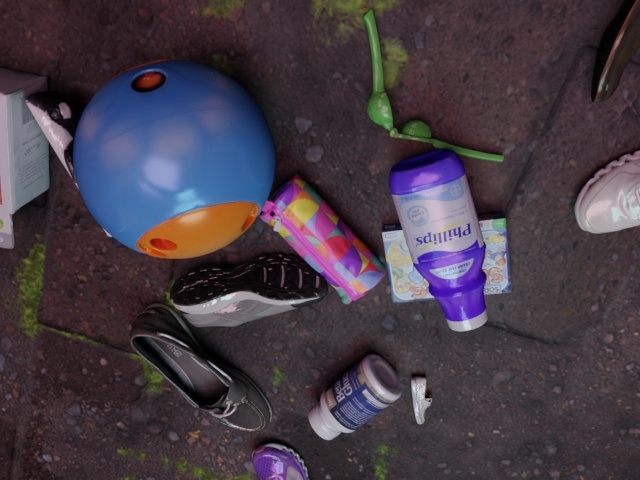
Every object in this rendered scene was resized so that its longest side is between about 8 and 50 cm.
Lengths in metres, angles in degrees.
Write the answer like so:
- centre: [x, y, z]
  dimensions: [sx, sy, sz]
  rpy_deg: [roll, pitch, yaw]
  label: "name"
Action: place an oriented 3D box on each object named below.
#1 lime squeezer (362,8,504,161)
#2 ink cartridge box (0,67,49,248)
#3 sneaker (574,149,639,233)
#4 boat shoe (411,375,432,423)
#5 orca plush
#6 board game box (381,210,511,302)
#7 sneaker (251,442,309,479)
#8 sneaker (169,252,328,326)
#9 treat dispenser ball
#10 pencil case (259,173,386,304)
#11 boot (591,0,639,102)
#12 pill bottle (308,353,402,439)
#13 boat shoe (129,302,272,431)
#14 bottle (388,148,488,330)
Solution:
- centre: [0.142, -0.198, 1.052]
  dimensions: [0.310, 0.059, 0.110]
  rpy_deg: [44, 80, -11]
  label: "lime squeezer"
- centre: [-0.623, -0.155, 1.125]
  dimensions: [0.309, 0.130, 0.272]
  rpy_deg: [12, 117, 2]
  label: "ink cartridge box"
- centre: [0.524, -0.082, 1.007]
  dimensions: [0.292, 0.118, 0.110]
  rpy_deg: [-24, 111, 19]
  label: "sneaker"
- centre: [0.191, 0.297, 1.269]
  dimensions: [0.035, 0.035, 0.100]
  rpy_deg: [-5, 107, 13]
  label: "boat shoe"
- centre: [-0.360, -0.124, 1.121]
  dimensions: [0.102, 0.151, 0.287]
  rpy_deg: [-31, 106, -13]
  label: "orca plush"
- centre: [0.211, 0.030, 1.144]
  dimensions: [0.201, 0.035, 0.136]
  rpy_deg: [-7, 112, 11]
  label: "board game box"
- centre: [-0.065, 0.514, 1.363]
  dimensions: [0.095, 0.104, 0.236]
  rpy_deg: [-21, 108, 18]
  label: "sneaker"
- centre: [-0.120, 0.096, 1.199]
  dimensions: [0.271, 0.100, 0.108]
  rpy_deg: [-7, 137, 7]
  label: "sneaker"
- centre: [-0.209, -0.117, 0.997]
  dimensions: [0.288, 0.288, 0.288]
  rpy_deg: [3, 114, 7]
  label: "treat dispenser ball"
- centre: [0.000, 0.000, 1.126]
  dimensions: [0.236, 0.104, 0.104]
  rpy_deg: [43, 112, -13]
  label: "pencil case"
- centre: [0.455, -0.288, 0.942]
  dimensions: [0.106, 0.082, 0.219]
  rpy_deg: [15, 113, 4]
  label: "boot"
- centre: [0.059, 0.292, 1.250]
  dimensions: [0.094, 0.094, 0.169]
  rpy_deg: [42, 112, -11]
  label: "pill bottle"
- centre: [-0.228, 0.262, 1.276]
  dimensions: [0.112, 0.095, 0.335]
  rpy_deg: [-38, 104, 21]
  label: "boat shoe"
- centre: [0.195, 0.005, 1.063]
  dimensions: [0.118, 0.092, 0.283]
  rpy_deg: [-15, 108, 12]
  label: "bottle"
